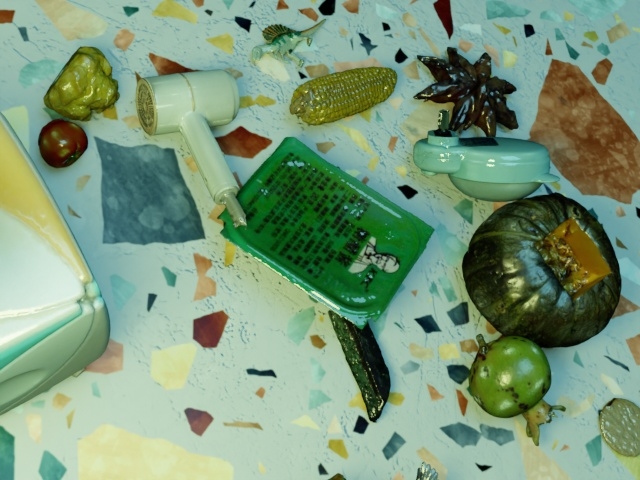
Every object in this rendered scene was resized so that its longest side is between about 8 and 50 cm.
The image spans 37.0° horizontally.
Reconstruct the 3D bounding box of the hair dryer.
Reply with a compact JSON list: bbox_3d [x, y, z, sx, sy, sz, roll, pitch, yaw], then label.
[{"bbox_3d":[-0.194,-0.157,1.714,0.173,0.108,0.357,-13,60,-26],"label":"hair dryer"}]

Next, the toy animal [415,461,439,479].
[{"bbox_3d":[0.173,0.479,1.600,0.107,0.062,0.220,12,93,-28],"label":"toy animal"}]

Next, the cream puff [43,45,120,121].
[{"bbox_3d":[-0.413,-0.267,1.697,0.116,0.146,0.146,37,57,-23],"label":"cream puff"}]

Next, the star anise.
[{"bbox_3d":[0.326,-0.332,2.046,0.271,0.102,0.272,10,60,-18],"label":"star anise"}]

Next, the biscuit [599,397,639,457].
[{"bbox_3d":[0.601,0.368,1.888,0.120,0.015,0.120,9,64,-19],"label":"biscuit"}]

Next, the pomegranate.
[{"bbox_3d":[0.364,0.270,1.775,0.220,0.156,0.156,50,52,-34],"label":"pomegranate"}]

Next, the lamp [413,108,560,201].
[{"bbox_3d":[0.328,-0.158,1.923,0.283,0.209,0.147,21,104,-2],"label":"lamp"}]

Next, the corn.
[{"bbox_3d":[0.046,-0.294,1.917,0.261,0.097,0.097,-22,77,-32],"label":"corn"}]

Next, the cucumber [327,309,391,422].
[{"bbox_3d":[0.087,0.216,1.731,0.070,0.046,0.220,-10,70,-34],"label":"cucumber"}]

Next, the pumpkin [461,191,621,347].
[{"bbox_3d":[0.435,0.062,1.854,0.320,0.192,0.321,7,71,-22],"label":"pumpkin"}]

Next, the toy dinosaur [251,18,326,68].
[{"bbox_3d":[-0.068,-0.414,1.958,0.106,0.044,0.187,21,60,5],"label":"toy dinosaur"}]

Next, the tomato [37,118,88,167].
[{"bbox_3d":[-0.449,-0.169,1.659,0.075,0.087,0.087,47,58,7],"label":"tomato"}]

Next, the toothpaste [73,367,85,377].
[{"bbox_3d":[-0.472,0.127,1.537,0.248,0.047,0.078,44,59,3],"label":"toothpaste"}]

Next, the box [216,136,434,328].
[{"bbox_3d":[0.000,0.000,1.738,0.336,0.106,0.264,34,59,5],"label":"box"}]

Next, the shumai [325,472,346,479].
[{"bbox_3d":[0.071,0.495,1.471,0.303,0.309,0.264,-10,52,7],"label":"shumai"}]

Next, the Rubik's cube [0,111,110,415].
[{"bbox_3d":[-0.518,0.062,1.342,0.352,0.351,0.347,-27,78,-20],"label":"Rubik's cube"}]
